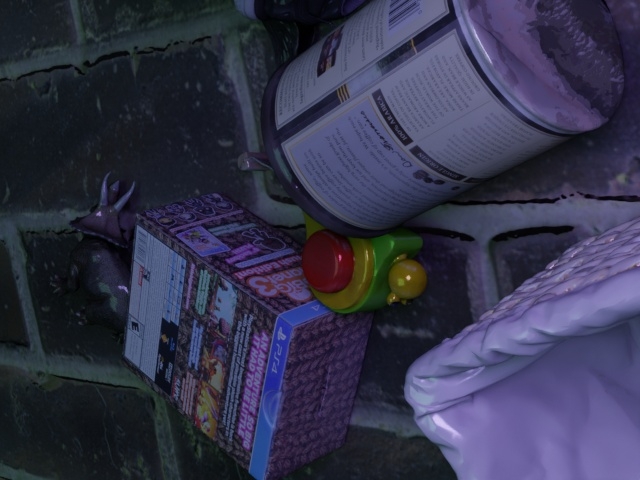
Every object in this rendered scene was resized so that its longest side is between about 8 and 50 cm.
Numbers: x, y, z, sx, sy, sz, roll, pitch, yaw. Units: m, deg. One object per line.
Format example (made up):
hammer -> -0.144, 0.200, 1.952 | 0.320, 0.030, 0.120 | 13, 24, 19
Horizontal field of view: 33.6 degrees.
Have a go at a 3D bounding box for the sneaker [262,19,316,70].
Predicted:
sneaker -> -0.047, -0.282, 1.187 | 0.089, 0.051, 0.170 | -30, 85, 44

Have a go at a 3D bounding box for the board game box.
board game box -> -0.098, 0.111, 1.312 | 0.291, 0.141, 0.232 | 33, 126, 34

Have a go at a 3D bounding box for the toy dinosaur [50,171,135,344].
toy dinosaur -> -0.303, 0.076, 1.531 | 0.160, 0.121, 0.313 | -32, 76, 60

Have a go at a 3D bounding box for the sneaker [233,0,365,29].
sneaker -> 0.018, -0.337, 1.073 | 0.153, 0.101, 0.268 | 22, 102, 15

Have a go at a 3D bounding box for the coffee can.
coffee can -> 0.104, -0.139, 0.969 | 0.275, 0.201, 0.201 | -27, 84, 47

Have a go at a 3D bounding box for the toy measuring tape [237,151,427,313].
toy measuring tape -> 0.000, 0.000, 1.200 | 0.330, 0.121, 0.121 | 31, 125, 45

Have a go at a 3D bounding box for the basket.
basket -> 0.306, 0.130, 0.768 | 0.328, 0.266, 0.331 | -30, 94, 47
